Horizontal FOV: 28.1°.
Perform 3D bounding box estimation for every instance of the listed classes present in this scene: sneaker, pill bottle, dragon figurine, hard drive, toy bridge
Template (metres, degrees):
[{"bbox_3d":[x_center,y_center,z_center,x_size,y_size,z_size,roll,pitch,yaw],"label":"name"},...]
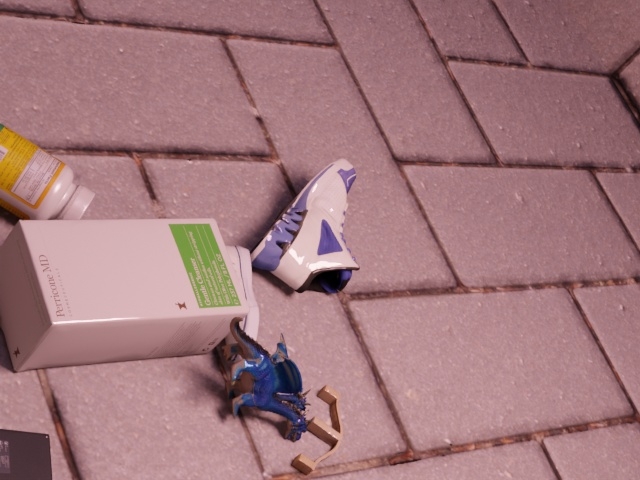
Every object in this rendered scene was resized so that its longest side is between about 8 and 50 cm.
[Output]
[{"bbox_3d":[-0.166,0.109,2.215,0.091,0.094,0.258,10,40,-20],"label":"sneaker"},{"bbox_3d":[-0.482,-0.098,2.108,0.208,0.117,0.117,33,41,-11],"label":"pill bottle"},{"bbox_3d":[-0.082,0.211,2.095,0.144,0.289,0.085,-10,35,-12],"label":"dragon figurine"},{"bbox_3d":[-0.452,0.315,1.836,0.135,0.022,0.094,12,48,-31],"label":"hard drive"},{"bbox_3d":[0.007,0.328,2.196,0.063,0.026,0.188,37,40,-11],"label":"toy bridge"},{"bbox_3d":[0.000,0.001,2.423,0.182,0.127,0.315,43,46,-5],"label":"sneaker"}]

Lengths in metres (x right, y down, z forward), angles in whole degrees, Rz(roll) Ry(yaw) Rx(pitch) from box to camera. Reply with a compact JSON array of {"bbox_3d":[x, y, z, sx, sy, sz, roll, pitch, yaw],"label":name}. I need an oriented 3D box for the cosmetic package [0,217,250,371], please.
[{"bbox_3d":[-0.323,0.081,2.050,0.366,0.155,0.197,-2,59,-42],"label":"cosmetic package"}]
